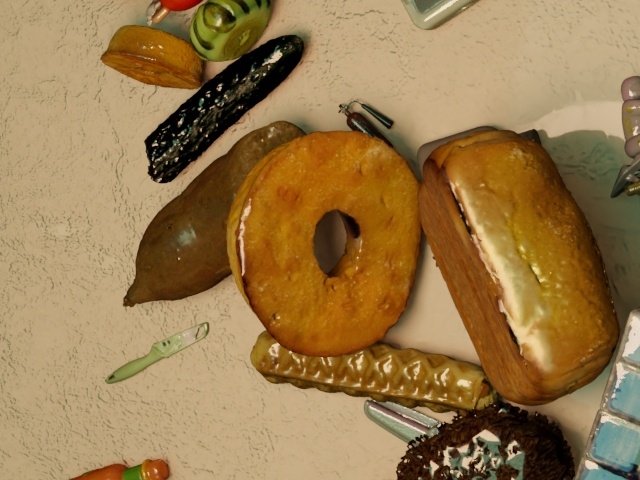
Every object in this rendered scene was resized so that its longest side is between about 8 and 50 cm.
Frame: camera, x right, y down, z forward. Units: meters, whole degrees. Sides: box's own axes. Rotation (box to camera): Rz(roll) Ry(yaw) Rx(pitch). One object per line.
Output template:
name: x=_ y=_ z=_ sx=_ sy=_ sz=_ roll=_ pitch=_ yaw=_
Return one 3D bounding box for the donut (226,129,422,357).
donut: x=0.000 y=0.000 z=1.825 sx=0.110 sy=0.303 sz=0.302 roll=16 pitch=104 yaw=61

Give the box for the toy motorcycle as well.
toy motorcycle: x=0.430 y=-0.141 z=1.702 sx=0.152 sy=0.073 sz=0.225 roll=31 pitch=105 yaw=21

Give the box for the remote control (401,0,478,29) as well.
remote control: x=0.123 y=-0.437 z=1.832 sx=0.140 sy=0.056 sz=0.296 roll=-30 pitch=82 yaw=22

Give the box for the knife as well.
knife: x=-0.250 y=0.171 z=2.080 sx=0.207 sy=0.014 sz=0.030 roll=-28 pitch=83 yaw=23

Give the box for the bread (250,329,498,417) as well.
bread: x=0.068 y=0.181 z=1.894 sx=0.368 sy=0.084 sz=0.077 roll=8 pitch=65 yaw=26

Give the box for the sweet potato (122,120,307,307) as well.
sweet potato: x=-0.149 y=-0.021 z=1.950 sx=0.370 sy=0.158 sz=0.157 roll=-34 pitch=80 yaw=31

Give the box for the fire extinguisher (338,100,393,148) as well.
fire extinguisher: x=0.066 y=-0.163 z=1.894 sx=0.100 sy=0.032 sz=0.046 roll=46 pitch=122 yaw=9

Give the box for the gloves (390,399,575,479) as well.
gloves: x=0.190 y=0.339 z=1.791 sx=0.210 sy=0.135 sz=0.312 roll=46 pitch=112 yaw=12

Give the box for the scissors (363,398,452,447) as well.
scissors: x=0.172 y=0.280 z=1.879 sx=0.256 sy=0.030 sz=0.125 roll=26 pitch=105 yaw=18

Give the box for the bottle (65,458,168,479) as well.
bottle: x=-0.315 y=0.376 z=2.099 sx=0.187 sy=0.069 sz=0.069 roll=-20 pitch=85 yaw=22

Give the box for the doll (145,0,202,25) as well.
doll: x=-0.189 y=-0.375 z=1.904 sx=0.085 sy=0.217 sz=0.183 roll=29 pitch=97 yaw=-19

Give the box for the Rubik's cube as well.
Rubik's cube: x=0.471 y=0.222 z=1.613 sx=0.256 sy=0.253 sz=0.258 roll=19 pitch=104 yaw=23

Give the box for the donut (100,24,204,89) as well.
donut: x=-0.238 y=-0.264 z=1.974 sx=0.152 sy=0.152 sz=0.058 roll=14 pitch=82 yaw=24

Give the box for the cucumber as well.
cucumber: x=-0.139 y=-0.199 z=1.965 sx=0.303 sy=0.072 sz=0.081 roll=-39 pitch=33 yaw=20

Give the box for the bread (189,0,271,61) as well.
bread: x=-0.129 y=-0.305 z=1.913 sx=0.071 sy=0.139 sz=0.130 roll=48 pitch=133 yaw=8

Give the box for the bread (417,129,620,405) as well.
bread: x=0.244 y=0.034 z=1.690 sx=0.148 sy=0.328 sz=0.337 roll=-22 pitch=78 yaw=-4

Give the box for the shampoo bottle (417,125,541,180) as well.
shampoo bottle: x=0.212 y=-0.111 z=1.824 sx=0.165 sy=0.040 sz=0.080 roll=-17 pitch=87 yaw=25
